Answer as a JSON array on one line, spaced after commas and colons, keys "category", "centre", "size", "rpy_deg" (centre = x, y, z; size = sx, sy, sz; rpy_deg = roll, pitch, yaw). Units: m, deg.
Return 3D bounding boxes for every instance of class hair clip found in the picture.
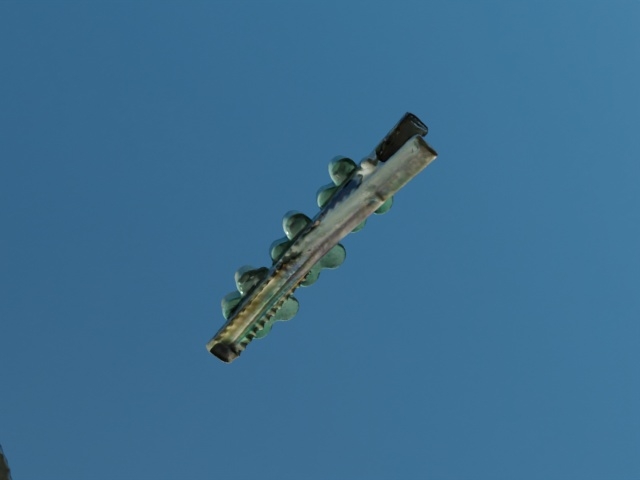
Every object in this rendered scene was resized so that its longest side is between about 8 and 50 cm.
[{"category": "hair clip", "centre": [0.001, 0.000, 0.704], "size": [0.049, 0.049, 0.173], "rpy_deg": [41, -81, -21]}]

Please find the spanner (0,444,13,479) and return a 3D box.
[{"category": "spanner", "centre": [-0.065, 0.175, 0.258], "size": [0.026, 0.093, 0.325], "rpy_deg": [1, -129, -27]}]
